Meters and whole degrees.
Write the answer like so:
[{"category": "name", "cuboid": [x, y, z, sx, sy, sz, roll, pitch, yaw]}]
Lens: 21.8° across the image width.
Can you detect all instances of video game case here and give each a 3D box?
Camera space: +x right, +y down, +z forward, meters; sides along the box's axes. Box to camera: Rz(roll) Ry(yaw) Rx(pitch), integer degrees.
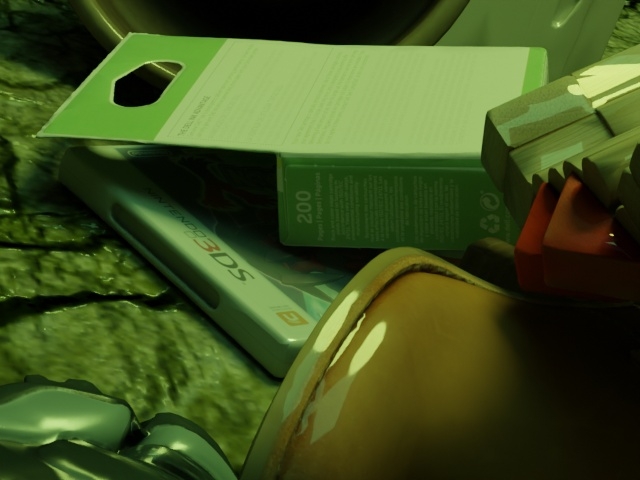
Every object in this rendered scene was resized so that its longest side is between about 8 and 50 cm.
[{"category": "video game case", "cuboid": [0.000, 0.000, 0.828, 0.201, 0.023, 0.183, -4, 33, -44]}]

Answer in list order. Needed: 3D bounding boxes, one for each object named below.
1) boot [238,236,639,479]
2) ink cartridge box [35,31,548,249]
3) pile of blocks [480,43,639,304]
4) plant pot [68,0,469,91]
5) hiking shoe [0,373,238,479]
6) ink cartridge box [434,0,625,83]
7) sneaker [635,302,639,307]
[{"category": "boot", "cuboid": [0.105, 0.099, 0.621, 0.220, 0.109, 0.283, 32, 18, 19]}, {"category": "ink cartridge box", "cuboid": [-0.004, -0.055, 0.843, 0.235, 0.056, 0.171, 1, 24, 10]}, {"category": "pile of blocks", "cuboid": [0.143, 0.013, 0.578, 0.113, 0.149, 0.362, -24, 10, -10]}, {"category": "plant pot", "cuboid": [-0.026, -0.212, 1.030, 0.263, 0.263, 0.229, 19, 7, -1]}, {"category": "hiking shoe", "cuboid": [-0.147, 0.083, 0.418, 0.304, 0.113, 0.132, 9, 25, -23]}, {"category": "ink cartridge box", "cuboid": [0.101, -0.232, 1.226, 0.168, 0.171, 0.232, 2, 29, -35]}, {"category": "sneaker", "cuboid": [0.225, 0.027, 0.815, 0.235, 0.097, 0.084, 19, -4, -24]}]
